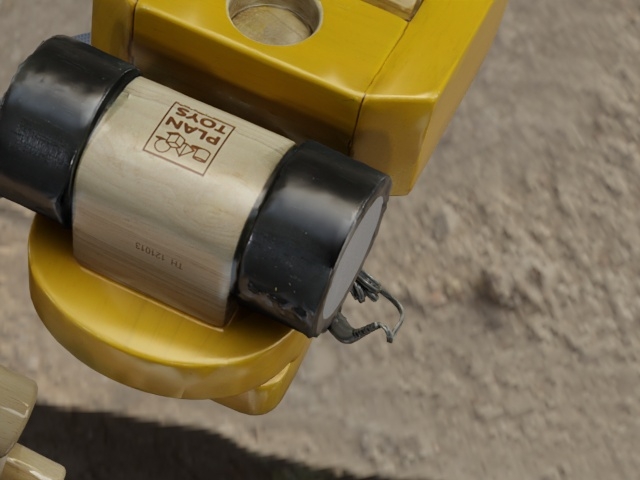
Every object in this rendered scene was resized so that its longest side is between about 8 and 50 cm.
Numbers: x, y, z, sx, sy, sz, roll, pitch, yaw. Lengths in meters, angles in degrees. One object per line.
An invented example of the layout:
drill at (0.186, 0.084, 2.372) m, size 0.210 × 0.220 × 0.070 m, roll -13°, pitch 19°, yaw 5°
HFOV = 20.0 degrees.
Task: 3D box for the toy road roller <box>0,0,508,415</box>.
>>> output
toy road roller at (-0.044, -0.051, 1.054) m, size 0.202 × 0.329 × 0.240 m, roll 24°, pitch 144°, yaw 9°

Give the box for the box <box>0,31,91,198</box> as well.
box at (-0.181, -0.113, 1.506) m, size 0.233 × 0.183 × 0.059 m, roll -33°, pitch 79°, yaw 50°

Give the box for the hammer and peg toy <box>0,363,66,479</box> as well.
hammer and peg toy at (-0.270, 0.222, 1.313) m, size 0.127 × 0.266 × 0.361 m, roll 28°, pitch 108°, yaw -10°

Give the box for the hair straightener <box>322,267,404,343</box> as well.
hair straightener at (0.000, 0.000, 1.356) m, size 0.089 × 0.230 × 0.047 m, roll -14°, pitch 132°, yaw -29°
